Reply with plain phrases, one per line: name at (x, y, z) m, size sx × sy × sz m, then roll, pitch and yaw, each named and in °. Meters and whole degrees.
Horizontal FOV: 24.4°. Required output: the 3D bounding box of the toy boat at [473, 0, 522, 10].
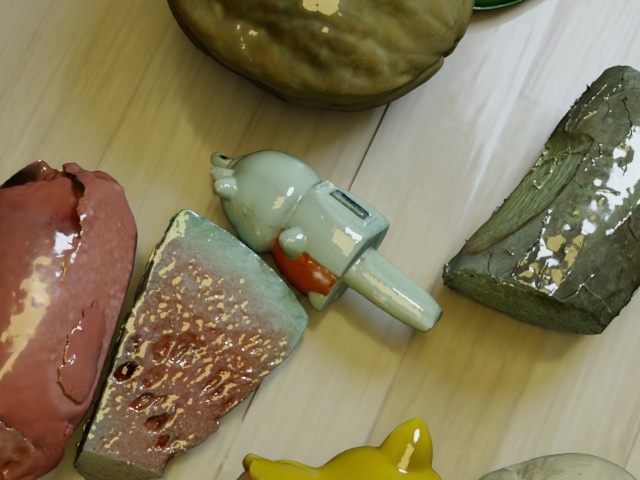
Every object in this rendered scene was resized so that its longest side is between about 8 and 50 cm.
toy boat at (0.197, -0.290, 1.427) m, size 0.210 × 0.052 × 0.104 m, roll -31°, pitch 83°, yaw -11°

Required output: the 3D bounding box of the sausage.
sausage at (-0.247, 0.068, 1.259) m, size 0.152 × 0.152 × 0.280 m, roll 14°, pitch 75°, yaw 0°

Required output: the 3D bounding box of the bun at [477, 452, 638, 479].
bun at (0.196, 0.269, 1.254) m, size 0.193 × 0.128 × 0.178 m, roll -1°, pitch 78°, yaw -2°

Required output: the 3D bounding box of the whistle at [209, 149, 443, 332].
whistle at (0.001, -0.002, 1.319) m, size 0.253 × 0.106 × 0.102 m, roll 35°, pitch 54°, yaw 10°

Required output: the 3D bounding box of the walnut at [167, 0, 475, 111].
walnut at (-0.003, -0.233, 1.310) m, size 0.283 × 0.227 × 0.283 m, roll 5°, pitch 67°, yaw -11°

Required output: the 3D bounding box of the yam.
yam at (0.238, -0.022, 1.321) m, size 0.154 × 0.154 × 0.254 m, roll 39°, pitch 73°, yaw 6°

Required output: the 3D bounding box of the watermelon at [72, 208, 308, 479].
watermelon at (-0.131, 0.112, 1.300) m, size 0.154 × 0.094 × 0.241 m, roll 36°, pitch 78°, yaw -5°

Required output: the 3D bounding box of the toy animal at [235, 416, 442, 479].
toy animal at (-0.002, 0.241, 1.242) m, size 0.229 × 0.156 × 0.156 m, roll -11°, pitch 77°, yaw -3°
